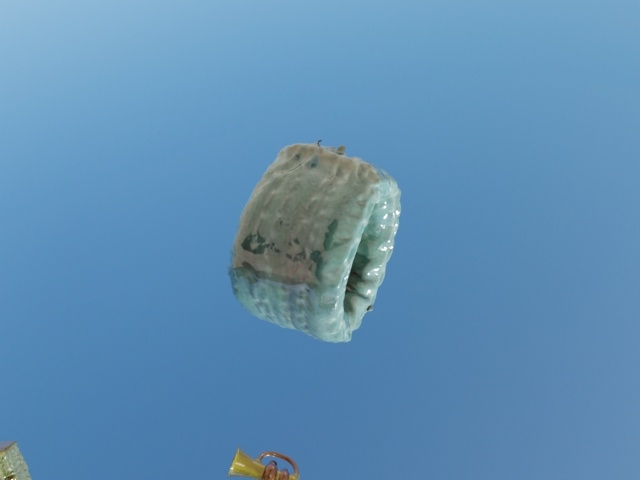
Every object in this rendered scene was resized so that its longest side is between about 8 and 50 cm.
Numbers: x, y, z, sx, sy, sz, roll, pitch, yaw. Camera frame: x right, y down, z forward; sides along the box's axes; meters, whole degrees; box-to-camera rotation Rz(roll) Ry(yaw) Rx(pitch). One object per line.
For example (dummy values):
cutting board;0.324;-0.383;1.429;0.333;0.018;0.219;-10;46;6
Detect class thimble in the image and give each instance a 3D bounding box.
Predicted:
thimble;0.000;0.000;0.614;0.143;0.235;0.198;17;-160;21

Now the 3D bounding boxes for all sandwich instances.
sandwich;-0.695;0.507;1.011;0.128;0.122;0.235;-11;-173;4

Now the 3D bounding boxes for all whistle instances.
whistle;-0.080;0.342;0.763;0.109;0.057;0.046;20;-98;-5
